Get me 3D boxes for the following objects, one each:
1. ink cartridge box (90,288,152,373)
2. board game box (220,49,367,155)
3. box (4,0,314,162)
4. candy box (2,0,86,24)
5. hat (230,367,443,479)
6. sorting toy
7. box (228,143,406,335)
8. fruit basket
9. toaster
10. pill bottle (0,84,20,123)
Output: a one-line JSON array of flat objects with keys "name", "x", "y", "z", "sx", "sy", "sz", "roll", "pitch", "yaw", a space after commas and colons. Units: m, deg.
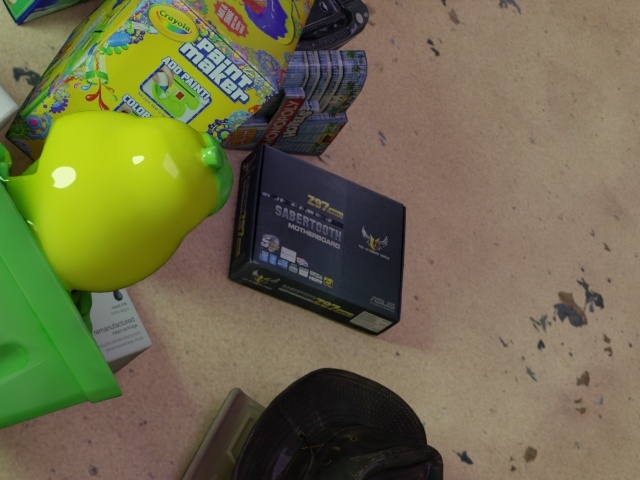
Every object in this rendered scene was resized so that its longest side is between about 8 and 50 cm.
[{"name": "ink cartridge box", "x": -0.306, "y": 0.061, "z": 1.957, "sx": 0.153, "sy": 0.087, "sz": 0.208, "roll": -20, "pitch": 78, "yaw": -43}, {"name": "board game box", "x": -0.059, "y": -0.172, "z": 2.241, "sx": 0.194, "sy": 0.194, "sz": 0.060, "roll": -5, "pitch": 68, "yaw": -24}, {"name": "box", "x": -0.177, "y": -0.211, "z": 2.024, "sx": 0.177, "sy": 0.279, "sz": 0.290, "roll": 42, "pitch": 30, "yaw": -15}, {"name": "candy box", "x": -0.228, "y": -0.415, "z": 2.126, "sx": 0.268, "sy": 0.317, "sz": 0.122, "roll": -29, "pitch": 85, "yaw": -43}, {"name": "hat", "x": 0.056, "y": 0.292, "z": 2.002, "sx": 0.331, "sy": 0.134, "sz": 0.331, "roll": 14, "pitch": 69, "yaw": -40}, {"name": "sorting toy", "x": -0.079, "y": 0.349, "z": 2.012, "sx": 0.229, "sy": 0.041, "sz": 0.307, "roll": 37, "pitch": 55, "yaw": -12}, {"name": "box", "x": 0.000, "y": 0.000, "z": 2.250, "sx": 0.233, "sy": 0.059, "sz": 0.183, "roll": 23, "pitch": 52, "yaw": -26}, {"name": "fruit basket", "x": -0.279, "y": -0.028, "z": 1.697, "sx": 0.392, "sy": 0.392, "sz": 0.283, "roll": 16, "pitch": 14, "yaw": -31}, {"name": "toaster", "x": -0.056, "y": -0.277, "z": 2.301, "sx": 0.227, "sy": 0.146, "sz": 0.129, "roll": -30, "pitch": 85, "yaw": -44}, {"name": "pill bottle", "x": -0.523, "y": -0.229, "z": 1.853, "sx": 0.407, "sy": 0.229, "sz": 0.229, "roll": 46, "pitch": 47, "yaw": -8}]
